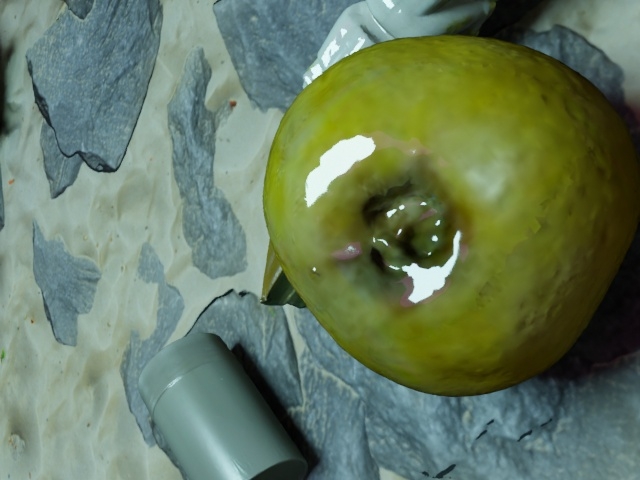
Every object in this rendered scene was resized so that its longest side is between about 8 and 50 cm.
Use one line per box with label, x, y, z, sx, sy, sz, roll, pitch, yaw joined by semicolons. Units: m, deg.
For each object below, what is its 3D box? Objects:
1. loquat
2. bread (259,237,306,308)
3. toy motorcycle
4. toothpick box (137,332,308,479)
loquat;0.101;-0.026;0.547;0.275;0.275;0.274;-9;75;37
bread;-0.001;0.005;0.734;0.084;0.074;0.139;5;82;42
toy motorcycle;0.120;-0.235;0.604;0.341;0.223;0.108;-43;85;22
toothpick box;-0.106;0.195;0.755;0.111;0.111;0.180;-54;54;17
